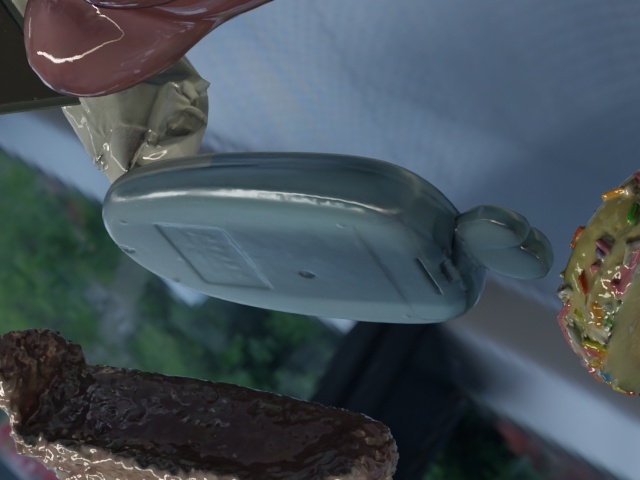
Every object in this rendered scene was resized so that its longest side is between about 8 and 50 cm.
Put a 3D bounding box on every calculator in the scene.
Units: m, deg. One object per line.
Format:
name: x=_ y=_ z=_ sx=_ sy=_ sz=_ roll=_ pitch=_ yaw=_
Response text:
calculator: x=0.000 y=0.000 z=1.286 sx=0.303 sy=0.042 sz=0.188 roll=4 pitch=152 yaw=26

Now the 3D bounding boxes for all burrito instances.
burrito: x=-0.241 y=-0.229 z=1.906 sx=0.445 sy=0.101 sz=0.139 roll=56 pitch=132 yaw=27

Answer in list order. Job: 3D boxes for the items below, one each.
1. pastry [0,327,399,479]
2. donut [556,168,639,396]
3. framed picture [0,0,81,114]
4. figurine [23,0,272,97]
pastry: x=-0.082 y=0.132 z=1.213 sx=0.265 sy=0.103 sz=0.112 roll=19 pitch=127 yaw=23
donut: x=0.210 y=0.012 z=1.183 sx=0.068 sy=0.175 sz=0.174 roll=45 pitch=168 yaw=38
framed picture: x=-0.295 y=-0.167 z=1.618 sx=0.183 sy=0.142 sz=0.011 roll=54 pitch=131 yaw=22
figurine: x=-0.051 y=-0.219 z=1.003 sx=0.211 sy=0.261 sz=0.270 roll=65 pitch=162 yaw=7
